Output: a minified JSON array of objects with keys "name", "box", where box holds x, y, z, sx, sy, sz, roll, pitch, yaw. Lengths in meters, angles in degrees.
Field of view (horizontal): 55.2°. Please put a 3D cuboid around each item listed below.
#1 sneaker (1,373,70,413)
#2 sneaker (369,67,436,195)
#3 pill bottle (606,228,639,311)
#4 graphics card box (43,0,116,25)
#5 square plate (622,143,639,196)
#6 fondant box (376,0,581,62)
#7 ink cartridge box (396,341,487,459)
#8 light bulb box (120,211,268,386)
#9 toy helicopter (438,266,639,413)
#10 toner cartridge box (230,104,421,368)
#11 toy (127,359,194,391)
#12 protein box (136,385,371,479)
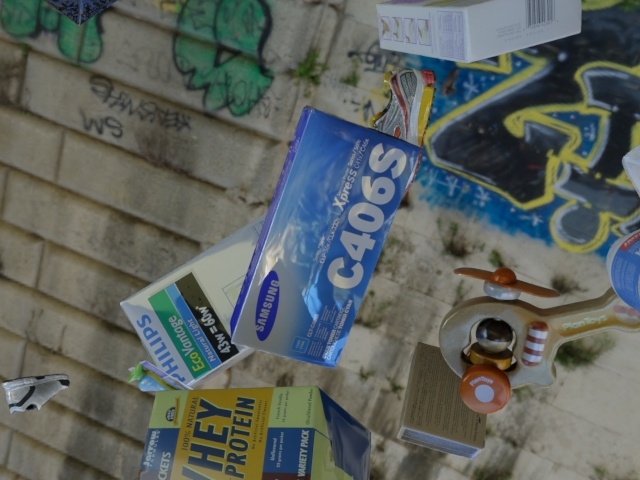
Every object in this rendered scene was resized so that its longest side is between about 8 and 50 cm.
[{"name":"sneaker","box":[-0.359,0.193,0.775,0.040,0.043,0.109,-14,170,13]},{"name":"sneaker","box":[0.121,-0.168,0.997,0.093,0.225,0.088,9,-164,1]},{"name":"pill bottle","box":[0.464,0.046,0.820,0.124,0.124,0.221,20,-171,4]},{"name":"graphics card box","box":[-0.353,-0.455,0.677,0.233,0.094,0.370,30,-142,-66]},{"name":"square plate","box":[0.672,-0.133,0.945,0.344,0.347,0.049,37,-160,-41]},{"name":"fondant box","box":[0.284,-0.424,1.163,0.238,0.096,0.330,-18,-155,-15]},{"name":"ink cartridge box","box":[0.302,0.384,1.483,0.193,0.088,0.234,15,-129,6]},{"name":"light bulb box","box":[-0.195,0.146,1.392,0.225,0.361,0.358,58,177,7]},{"name":"toy helicopter","box":[0.370,0.132,1.030,0.355,0.234,0.140,-19,-174,21]},{"name":"toner cartridge box","box":[0.000,0.000,0.879,0.165,0.347,0.075,17,-168,-13]},{"name":"toy","box":[-0.221,0.289,1.026,0.237,0.137,0.056,40,-121,-12]},{"name":"protein box","box":[-0.067,0.266,0.712,0.201,0.135,0.200,-7,147,20]}]
